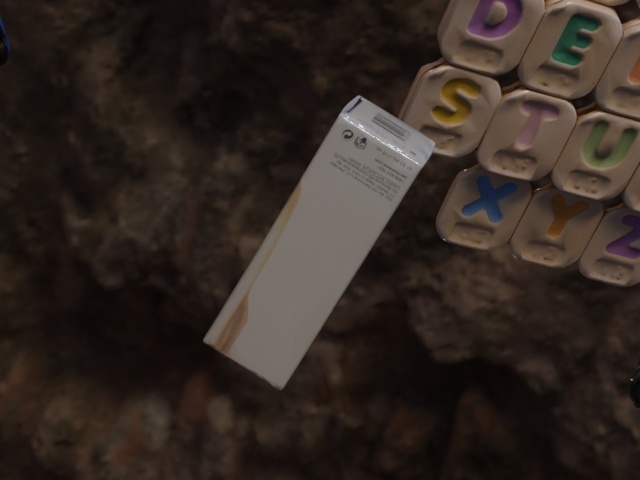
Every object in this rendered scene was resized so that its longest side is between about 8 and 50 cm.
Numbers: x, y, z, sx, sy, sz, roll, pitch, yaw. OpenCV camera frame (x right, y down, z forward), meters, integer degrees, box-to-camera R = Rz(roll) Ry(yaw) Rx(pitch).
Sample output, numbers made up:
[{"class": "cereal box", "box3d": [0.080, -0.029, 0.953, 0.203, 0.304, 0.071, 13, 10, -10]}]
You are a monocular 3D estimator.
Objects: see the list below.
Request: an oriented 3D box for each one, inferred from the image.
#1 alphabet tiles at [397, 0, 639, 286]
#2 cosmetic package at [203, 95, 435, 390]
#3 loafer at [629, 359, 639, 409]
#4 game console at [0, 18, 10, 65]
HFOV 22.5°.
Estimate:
[{"class": "alphabet tiles", "box3d": [0.203, -0.087, 1.087, 0.021, 0.284, 0.278, -97, -153, -53]}, {"class": "cosmetic package", "box3d": [0.000, 0.000, 0.676, 0.041, 0.060, 0.115, 32, -75, 1]}, {"class": "loafer", "box3d": [0.362, 0.140, 1.310, 0.268, 0.084, 0.096, 5, -56, 42]}, {"class": "game console", "box3d": [-0.357, -0.197, 0.975, 0.250, 0.173, 0.293, 32, -24, 21]}]
